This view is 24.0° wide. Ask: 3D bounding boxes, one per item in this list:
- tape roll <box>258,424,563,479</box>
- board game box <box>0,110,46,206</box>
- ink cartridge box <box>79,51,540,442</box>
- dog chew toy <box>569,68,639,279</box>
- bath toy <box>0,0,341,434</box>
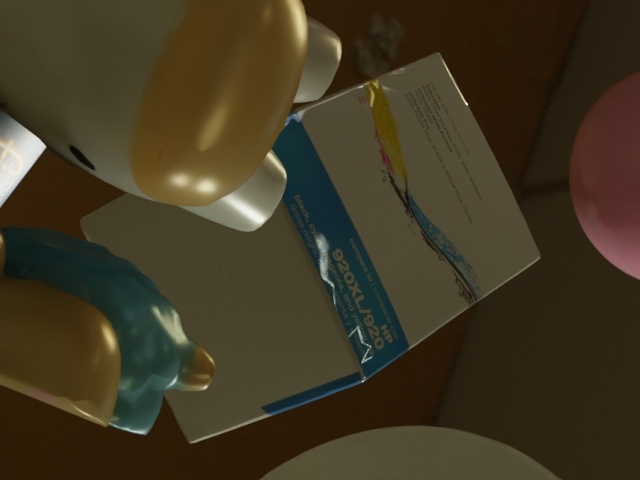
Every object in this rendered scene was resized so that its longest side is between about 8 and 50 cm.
[{"bbox_3d":[0.030,0.221,0.608,0.286,0.100,0.286,-25,-133,30],"label":"tape roll"},{"bbox_3d":[-0.164,-0.140,0.651,0.165,0.042,0.243,-46,-126,29],"label":"board game box"},{"bbox_3d":[0.000,0.000,1.013,0.171,0.168,0.232,-25,-178,40],"label":"ink cartridge box"},{"bbox_3d":[0.368,-0.062,1.287,0.332,0.206,0.207,-4,-128,60],"label":"dog chew toy"},{"bbox_3d":[-0.028,-0.124,0.438,0.348,0.129,0.151,-66,-156,-3],"label":"bath toy"}]
